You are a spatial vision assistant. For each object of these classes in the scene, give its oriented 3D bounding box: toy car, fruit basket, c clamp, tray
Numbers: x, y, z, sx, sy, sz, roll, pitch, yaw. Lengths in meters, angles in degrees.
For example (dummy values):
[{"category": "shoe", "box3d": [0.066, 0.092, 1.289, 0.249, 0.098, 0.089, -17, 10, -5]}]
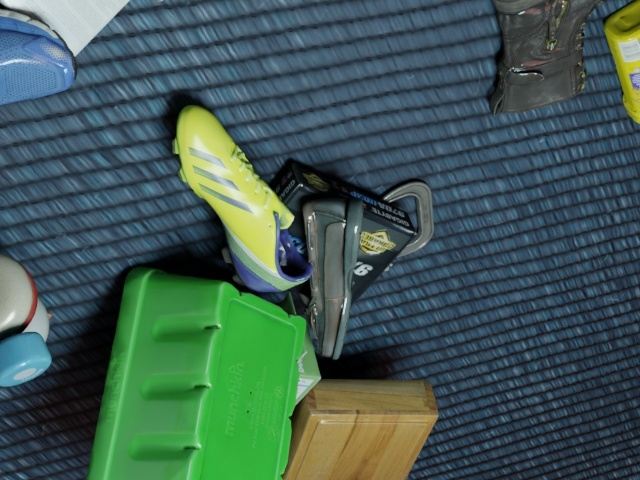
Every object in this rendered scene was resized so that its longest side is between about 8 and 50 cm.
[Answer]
[{"category": "toy car", "box3d": [-0.438, 0.116, 1.560, 0.210, 0.219, 0.238, -29, 163, 0]}, {"category": "fruit basket", "box3d": [-0.206, 0.248, 1.705, 0.283, 0.392, 0.392, 28, 112, -40]}, {"category": "c clamp", "box3d": [0.109, -0.016, 1.801, 0.137, 0.022, 0.161, -15, 133, -14]}, {"category": "tray", "box3d": [0.030, 0.375, 1.946, 0.202, 0.076, 0.411, 3, 137, -16]}]

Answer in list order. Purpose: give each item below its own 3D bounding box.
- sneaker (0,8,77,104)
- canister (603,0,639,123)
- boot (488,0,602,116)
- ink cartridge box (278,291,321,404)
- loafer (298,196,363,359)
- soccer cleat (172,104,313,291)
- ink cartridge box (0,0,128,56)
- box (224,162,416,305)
[{"category": "sneaker", "box3d": [-0.426, -0.153, 1.311, 0.330, 0.147, 0.130, -11, 146, -10]}, {"category": "canister", "box3d": [0.482, -0.266, 1.737, 0.126, 0.073, 0.170, -31, 133, 2]}, {"category": "boot", "box3d": [0.341, -0.292, 1.646, 0.263, 0.091, 0.229, -20, 137, -1]}, {"category": "ink cartridge box", "box3d": [-0.058, 0.180, 1.792, 0.062, 0.109, 0.209, 9, 138, -30]}, {"category": "loafer", "box3d": [0.006, 0.049, 1.688, 0.084, 0.096, 0.268, 8, 125, 0]}, {"category": "soccer cleat", "box3d": [-0.095, -0.056, 1.568, 0.121, 0.093, 0.289, -5, 125, 29]}, {"category": "ink cartridge box", "box3d": [-0.278, -0.310, 1.361, 0.179, 0.045, 0.145, -48, 134, -7]}, {"category": "box", "box3d": [0.000, 0.000, 1.725, 0.220, 0.051, 0.175, 22, 122, -35]}]
